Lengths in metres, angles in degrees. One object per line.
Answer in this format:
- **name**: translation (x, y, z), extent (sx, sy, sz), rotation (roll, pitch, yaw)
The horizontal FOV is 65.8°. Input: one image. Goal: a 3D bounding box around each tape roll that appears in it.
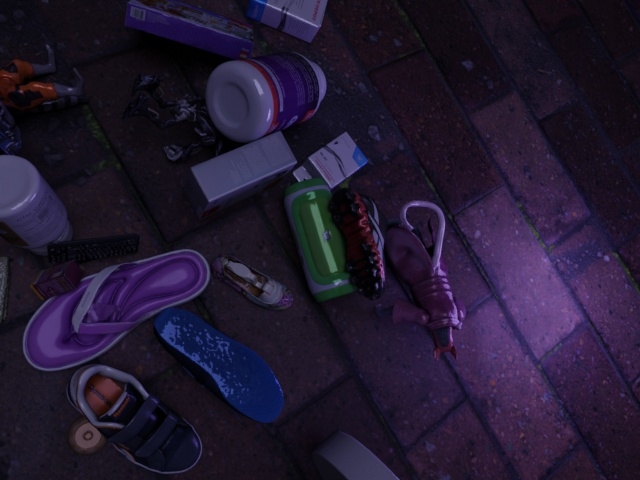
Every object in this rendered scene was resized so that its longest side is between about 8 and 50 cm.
- **tape roll**: translation (0.131, 0.568, 1.013), extent (0.072, 0.392, 0.392), rotation (-35, 90, -24)

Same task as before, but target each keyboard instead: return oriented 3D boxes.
- **keyboard**: translation (-0.492, 0.024, 1.079), extent (0.180, 0.108, 0.023), rotation (-7, 69, -30)

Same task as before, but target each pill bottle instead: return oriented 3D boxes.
- **pill bottle**: translation (-0.585, -0.057, 0.986), extent (0.131, 0.229, 0.131), rotation (2, 67, -6)
- **pill bottle**: translation (-0.117, -0.361, 1.217), extent (0.181, 0.181, 0.323), rotation (54, 40, -1)

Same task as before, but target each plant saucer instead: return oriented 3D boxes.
- **plant saucer**: translation (-0.485, 0.407, 1.036), extent (0.083, 0.015, 0.083), rotation (4, 76, -18)

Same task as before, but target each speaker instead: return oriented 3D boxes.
- **speaker**: translation (0.000, 0.000, 1.245), extent (0.131, 0.131, 0.296), rotation (-14, 82, -22)

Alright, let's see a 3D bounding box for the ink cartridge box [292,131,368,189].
- **ink cartridge box**: translation (0.027, -0.199, 1.336), extent (0.180, 0.060, 0.104), rotation (-38, 92, -23)

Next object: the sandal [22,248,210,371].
- **sandal**: translation (-0.438, 0.126, 1.072), extent (0.416, 0.102, 0.169), rotation (-31, 88, -22)

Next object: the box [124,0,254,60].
- **box**: translation (-0.315, -0.536, 1.237), extent (0.293, 0.057, 0.201), rotation (13, 32, -16)

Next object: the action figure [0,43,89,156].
- **action figure**: translation (-0.659, -0.262, 1.054), extent (0.330, 0.178, 0.341), rotation (-39, 67, -18)

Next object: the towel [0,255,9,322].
- **towel**: translation (-0.707, 0.102, 1.024), extent (0.110, 0.027, 0.148), rotation (3, 76, -20)

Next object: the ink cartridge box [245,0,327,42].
- **ink cartridge box**: translation (-0.091, -0.672, 1.393), extent (0.203, 0.086, 0.148), rotation (19, 72, -15)

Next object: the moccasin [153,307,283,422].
- **moccasin**: translation (-0.223, 0.271, 1.111), extent (0.342, 0.117, 0.138), rotation (46, 59, -5)

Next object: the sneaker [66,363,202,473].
- **sneaker**: translation (-0.378, 0.372, 1.016), extent (0.321, 0.127, 0.126), rotation (37, 56, -9)

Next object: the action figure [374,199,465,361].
- **action figure**: translation (0.290, 0.117, 1.248), extent (0.248, 0.275, 0.370), rotation (-4, 62, -22)

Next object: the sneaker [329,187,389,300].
- **sneaker**: translation (0.117, 0.005, 1.196), extent (0.135, 0.098, 0.276), rotation (-4, 74, -46)

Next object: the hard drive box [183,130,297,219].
- **hard drive box**: translation (-0.196, -0.153, 1.182), extent (0.232, 0.181, 0.089), rotation (-28, 90, -22)

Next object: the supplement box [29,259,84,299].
- **supplement box**: translation (-0.555, 0.083, 1.045), extent (0.083, 0.055, 0.043), rotation (-18, 122, 8)

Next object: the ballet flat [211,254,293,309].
- **ballet flat**: translation (-0.159, 0.101, 1.189), extent (0.221, 0.079, 0.077), rotation (31, 68, -10)

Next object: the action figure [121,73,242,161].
- **action figure**: translation (-0.328, -0.287, 1.196), extent (0.276, 0.141, 0.164), rotation (23, 60, -41)
